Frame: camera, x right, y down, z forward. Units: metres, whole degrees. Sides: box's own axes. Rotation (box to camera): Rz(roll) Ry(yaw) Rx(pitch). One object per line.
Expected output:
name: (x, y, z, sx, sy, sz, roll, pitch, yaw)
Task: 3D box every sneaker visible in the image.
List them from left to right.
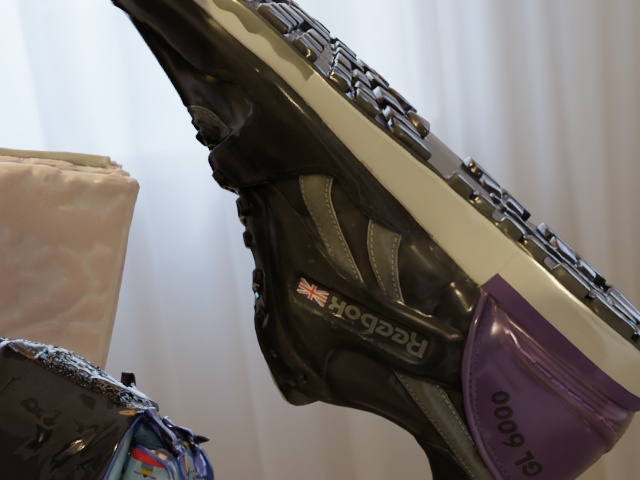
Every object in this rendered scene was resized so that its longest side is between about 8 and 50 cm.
sneaker: (0.000, 0.000, 0.576, 0.124, 0.283, 0.107, -48, -4, 12)

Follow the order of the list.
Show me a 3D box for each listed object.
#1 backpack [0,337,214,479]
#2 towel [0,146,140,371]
backpack: (-0.119, 0.131, 0.644, 0.117, 0.158, 0.173, 23, -7, 6)
towel: (-0.318, 0.064, 1.038, 0.331, 0.317, 0.053, 5, 31, -20)
